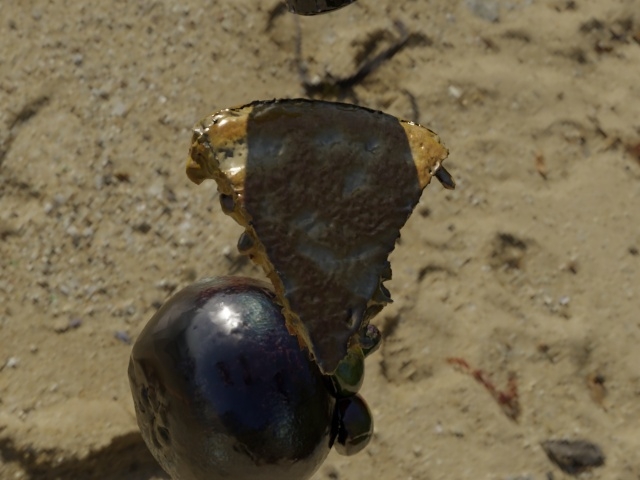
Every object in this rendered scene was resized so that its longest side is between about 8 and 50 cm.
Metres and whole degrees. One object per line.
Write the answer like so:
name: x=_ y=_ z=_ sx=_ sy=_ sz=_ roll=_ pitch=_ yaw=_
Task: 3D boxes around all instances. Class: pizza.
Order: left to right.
pizza: x=0.000 y=0.000 z=0.805 sx=0.188 sy=0.062 sz=0.199 roll=6 pitch=66 yaw=-11

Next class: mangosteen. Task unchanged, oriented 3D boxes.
mangosteen: x=-0.088 y=0.179 z=1.497 sx=0.300 sy=0.300 sz=0.300 roll=24 pitch=43 yaw=-25

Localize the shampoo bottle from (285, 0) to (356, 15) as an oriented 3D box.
shampoo bottle: x=-0.028 y=-0.279 z=0.760 sx=0.104 sy=0.104 sz=0.278 roll=-57 pitch=138 yaw=-51
